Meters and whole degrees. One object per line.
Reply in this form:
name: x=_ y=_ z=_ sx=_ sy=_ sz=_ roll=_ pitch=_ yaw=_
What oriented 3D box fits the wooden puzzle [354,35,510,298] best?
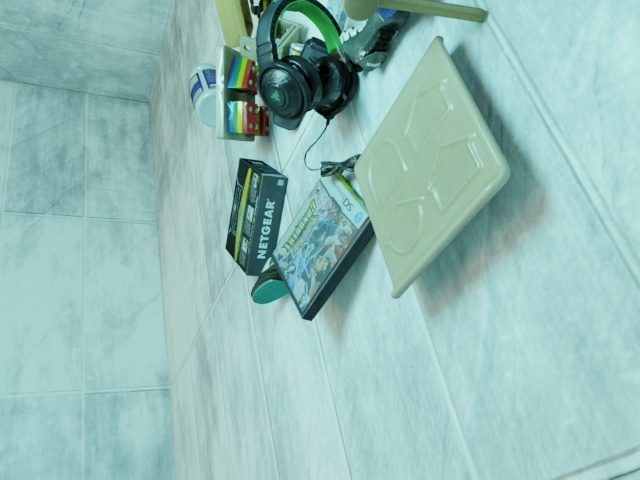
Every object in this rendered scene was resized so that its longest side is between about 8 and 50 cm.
wooden puzzle: x=0.184 y=-0.120 z=0.998 sx=0.322 sy=0.080 sz=0.348 roll=124 pitch=146 yaw=-45

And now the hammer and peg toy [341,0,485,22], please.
hammer and peg toy: x=0.174 y=-0.500 z=0.864 sx=0.127 sy=0.265 sz=0.361 roll=-100 pitch=28 yaw=-45

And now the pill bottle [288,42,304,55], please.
pill bottle: x=-0.061 y=-0.460 z=1.543 sx=0.065 sy=0.065 sz=0.116 roll=57 pitch=136 yaw=51

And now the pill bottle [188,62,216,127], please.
pill bottle: x=-0.410 y=-0.551 z=2.169 sx=0.153 sy=0.153 sz=0.265 roll=-67 pitch=32 yaw=34

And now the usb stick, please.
usb stick: x=-0.051 y=-0.399 z=1.507 sx=0.278 sy=0.077 sz=0.045 roll=-56 pitch=12 yaw=45

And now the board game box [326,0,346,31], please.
board game box: x=0.034 y=-0.542 z=1.411 sx=0.090 sy=0.020 sz=0.090 roll=55 pitch=134 yaw=51

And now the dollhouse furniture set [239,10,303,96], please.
dollhouse furniture set: x=-0.137 y=-0.505 z=1.607 sx=0.184 sy=0.129 sz=0.129 roll=98 pitch=-162 yaw=-56

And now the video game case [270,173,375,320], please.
video game case: x=0.000 y=0.000 z=1.307 sx=0.275 sy=0.035 sz=0.248 roll=-56 pitch=36 yaw=18

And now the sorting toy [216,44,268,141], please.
sorting toy: x=-0.217 y=-0.426 z=1.718 sx=0.257 sy=0.089 sz=0.256 roll=-29 pitch=-59 yaw=-74

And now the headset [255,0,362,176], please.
headset: x=-0.002 y=-0.336 z=1.258 sx=0.185 sy=0.243 sz=0.394 roll=-3 pitch=99 yaw=44

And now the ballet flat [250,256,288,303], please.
ballet flat: x=-0.094 y=0.079 z=1.529 sx=0.280 sy=0.095 sz=0.096 roll=-37 pitch=44 yaw=45

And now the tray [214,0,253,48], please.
tray: x=-0.273 y=-0.776 z=1.623 sx=0.203 sy=0.076 sz=0.411 roll=-94 pitch=-5 yaw=-55

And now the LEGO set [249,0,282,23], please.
LEGO set: x=-0.175 y=-0.815 z=1.676 sx=0.255 sy=0.192 sz=0.331 roll=10 pitch=95 yaw=64

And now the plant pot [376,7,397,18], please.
plant pot: x=0.095 y=-0.575 z=1.010 sx=0.236 sy=0.236 sz=0.212 roll=-44 pitch=36 yaw=24

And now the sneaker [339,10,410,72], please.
sneaker: x=0.113 y=-0.403 z=1.177 sx=0.234 sy=0.078 sz=0.106 roll=174 pitch=92 yaw=-65

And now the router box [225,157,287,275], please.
router box: x=-0.202 y=-0.076 z=1.763 sx=0.243 sy=0.081 sz=0.309 roll=40 pitch=122 yaw=59
